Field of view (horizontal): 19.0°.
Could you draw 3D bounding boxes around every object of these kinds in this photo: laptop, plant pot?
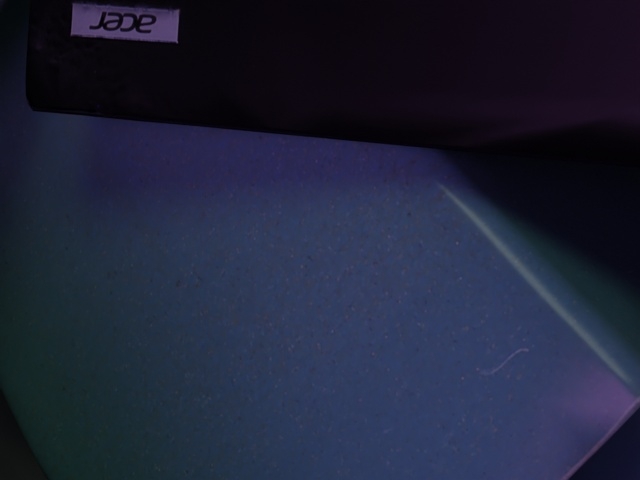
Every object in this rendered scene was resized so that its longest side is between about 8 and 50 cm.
[{"bbox_3d":[0.066,-0.155,0.491,0.234,0.264,0.136,7,132,25],"label":"laptop"},{"bbox_3d":[0.000,0.000,0.565,0.234,0.165,0.165,50,117,19],"label":"plant pot"}]

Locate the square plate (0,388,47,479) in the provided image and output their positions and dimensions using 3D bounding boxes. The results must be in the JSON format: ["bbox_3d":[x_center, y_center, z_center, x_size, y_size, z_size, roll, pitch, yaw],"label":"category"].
[{"bbox_3d":[-0.095,0.084,0.528,0.049,0.344,0.347,-37,82,3],"label":"square plate"}]

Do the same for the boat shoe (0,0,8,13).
[{"bbox_3d":[-0.193,-0.160,0.596,0.156,0.136,0.367,-47,52,37],"label":"boat shoe"}]
